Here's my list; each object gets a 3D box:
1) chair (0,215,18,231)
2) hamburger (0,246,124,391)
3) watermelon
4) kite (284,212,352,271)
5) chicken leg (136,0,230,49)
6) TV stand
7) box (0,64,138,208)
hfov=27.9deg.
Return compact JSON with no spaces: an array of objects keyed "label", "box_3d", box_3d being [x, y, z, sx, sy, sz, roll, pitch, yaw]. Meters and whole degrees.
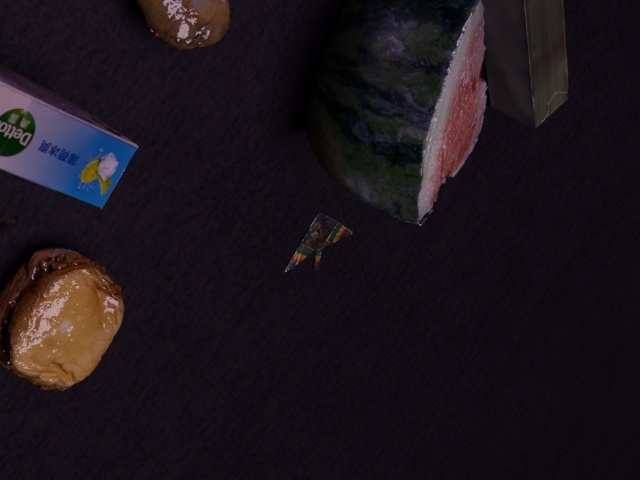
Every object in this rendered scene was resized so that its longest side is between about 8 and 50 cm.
[{"label":"chair","box_3d":[-0.395,0.010,1.083,0.149,0.174,0.213,-61,156,13]},{"label":"hamburger","box_3d":[-0.276,0.084,1.347,0.147,0.083,0.138,-57,141,-3]},{"label":"watermelon","box_3d":[0.113,-0.181,1.486,0.201,0.213,0.261,-7,122,-48]},{"label":"kite","box_3d":[0.000,0.000,1.676,0.122,0.004,0.090,-25,134,-36]},{"label":"chicken leg","box_3d":[-0.158,-0.247,1.244,0.085,0.069,0.198,-57,138,-3]},{"label":"TV stand","box_3d":[0.267,-0.280,1.701,0.083,0.088,0.269,-42,143,-23]},{"label":"box","box_3d":[-0.278,-0.110,1.140,0.194,0.139,0.073,26,96,-54]}]
